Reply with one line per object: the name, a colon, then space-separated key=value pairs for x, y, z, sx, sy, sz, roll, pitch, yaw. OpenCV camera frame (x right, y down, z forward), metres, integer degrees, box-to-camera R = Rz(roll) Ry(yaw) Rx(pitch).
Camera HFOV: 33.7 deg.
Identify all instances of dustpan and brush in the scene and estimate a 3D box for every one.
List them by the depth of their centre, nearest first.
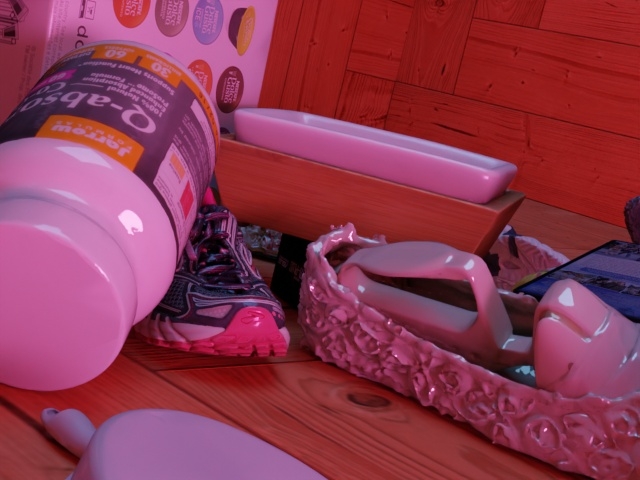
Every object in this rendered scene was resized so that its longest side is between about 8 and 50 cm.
dustpan and brush: x=-0.093 y=0.123 z=0.567 sx=0.147 sy=0.060 sz=0.211 roll=6 pitch=18 yaw=-44

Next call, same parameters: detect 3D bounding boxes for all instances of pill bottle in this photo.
pill bottle: x=-0.173 y=-0.028 z=0.778 sx=0.162 sy=0.162 sz=0.278 roll=13 pitch=32 yaw=-2

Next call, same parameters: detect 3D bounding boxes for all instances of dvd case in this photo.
dvd case: x=0.346 y=0.049 z=1.140 sx=0.180 sy=0.022 sz=0.253 roll=13 pitch=20 yaw=37

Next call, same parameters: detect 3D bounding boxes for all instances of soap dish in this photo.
soap dish: x=0.053 y=-0.052 z=1.089 sx=0.291 sy=0.118 sz=0.229 roll=16 pitch=10 yaw=14

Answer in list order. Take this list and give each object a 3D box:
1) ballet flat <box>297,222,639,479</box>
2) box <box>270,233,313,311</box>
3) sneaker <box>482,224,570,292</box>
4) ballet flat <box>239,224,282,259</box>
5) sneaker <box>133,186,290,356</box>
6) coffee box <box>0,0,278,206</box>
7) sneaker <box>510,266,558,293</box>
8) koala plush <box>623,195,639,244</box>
ballet flat: x=0.144 y=0.082 z=0.843 sx=0.409 sy=0.147 sz=0.147 roll=16 pitch=9 yaw=31
box: x=0.059 y=0.047 z=1.120 sx=0.180 sy=0.077 sz=0.147 roll=8 pitch=10 yaw=-27
sneaker: x=0.277 y=0.025 z=1.506 sx=0.235 sy=0.094 sz=0.153 roll=7 pitch=13 yaw=34
ballet flat: x=0.000 y=0.000 z=1.323 sx=0.241 sy=0.077 sz=0.091 roll=15 pitch=9 yaw=4
sneaker: x=-0.108 y=0.024 z=0.922 sx=0.121 sy=0.112 sz=0.299 roll=9 pitch=11 yaw=-25
coffee box: x=-0.291 y=-0.169 z=1.112 sx=0.338 sy=0.337 sz=0.334 roll=17 pitch=10 yaw=29
sneaker: x=0.262 y=0.081 z=1.219 sx=0.094 sy=0.081 sz=0.208 roll=-12 pitch=6 yaw=-17
koala plush: x=0.493 y=0.068 z=1.336 sx=0.221 sy=0.196 sz=0.203 roll=7 pitch=23 yaw=-37
